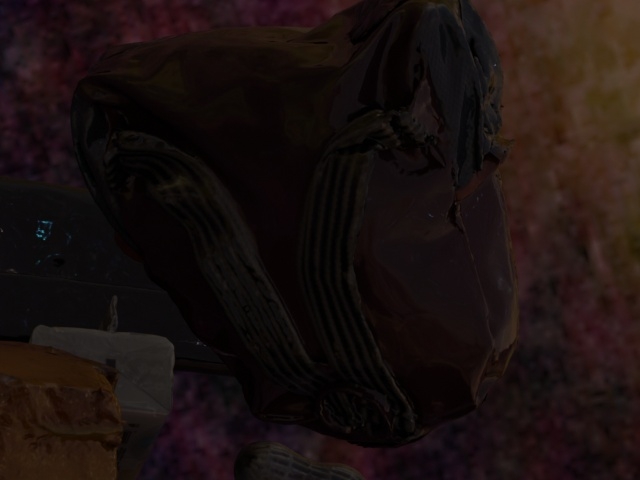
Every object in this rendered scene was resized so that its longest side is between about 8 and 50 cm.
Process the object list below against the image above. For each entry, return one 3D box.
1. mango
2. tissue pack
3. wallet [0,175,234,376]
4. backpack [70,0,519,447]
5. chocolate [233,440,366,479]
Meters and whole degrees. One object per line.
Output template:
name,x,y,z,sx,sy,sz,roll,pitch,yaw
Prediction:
mango,-0.319,0.175,1.497,0.350,0.199,0.201,0,46,-28
tissue pack,-0.256,0.164,2.007,0.159,0.229,0.145,8,59,-12
wallet,-0.226,0.047,2.267,0.406,0.062,0.228,7,64,-16
backpack,0.000,0.000,1.241,0.197,0.283,0.317,-59,137,-61
chocolate,-0.015,0.267,1.999,0.167,0.072,0.072,20,48,-11
